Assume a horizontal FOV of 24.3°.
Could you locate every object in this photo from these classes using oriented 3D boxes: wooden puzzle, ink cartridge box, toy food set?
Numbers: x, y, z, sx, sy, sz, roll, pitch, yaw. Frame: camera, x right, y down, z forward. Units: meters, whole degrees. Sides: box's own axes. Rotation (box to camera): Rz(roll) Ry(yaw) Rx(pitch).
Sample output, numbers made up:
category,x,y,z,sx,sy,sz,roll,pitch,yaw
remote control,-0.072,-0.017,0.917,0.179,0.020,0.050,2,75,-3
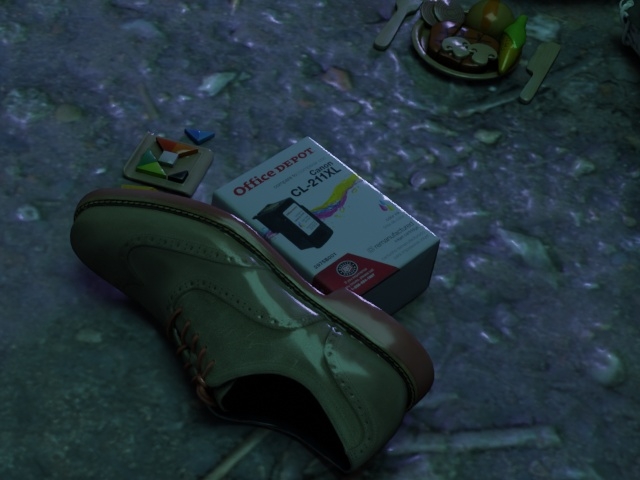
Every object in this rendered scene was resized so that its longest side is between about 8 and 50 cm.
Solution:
category,x,y,z,sx,sy,sz,roll,pitch,yaw
wooden puzzle,-0.147,-0.076,1.445,0.078,0.014,0.116,13,45,3
ink cartridge box,0.000,0.000,1.356,0.175,0.072,0.127,39,53,25
toy food set,0.162,-0.225,1.627,0.192,0.039,0.132,21,46,10

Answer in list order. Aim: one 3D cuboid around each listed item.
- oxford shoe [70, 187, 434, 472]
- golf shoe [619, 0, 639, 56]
category,x,y,z,sx,sy,sz,roll,pitch,yaw
oxford shoe,-0.082,0.069,1.244,0.348,0.123,0.130,26,53,17
golf shoe,0.381,-0.215,1.632,0.120,0.105,0.273,7,37,18
